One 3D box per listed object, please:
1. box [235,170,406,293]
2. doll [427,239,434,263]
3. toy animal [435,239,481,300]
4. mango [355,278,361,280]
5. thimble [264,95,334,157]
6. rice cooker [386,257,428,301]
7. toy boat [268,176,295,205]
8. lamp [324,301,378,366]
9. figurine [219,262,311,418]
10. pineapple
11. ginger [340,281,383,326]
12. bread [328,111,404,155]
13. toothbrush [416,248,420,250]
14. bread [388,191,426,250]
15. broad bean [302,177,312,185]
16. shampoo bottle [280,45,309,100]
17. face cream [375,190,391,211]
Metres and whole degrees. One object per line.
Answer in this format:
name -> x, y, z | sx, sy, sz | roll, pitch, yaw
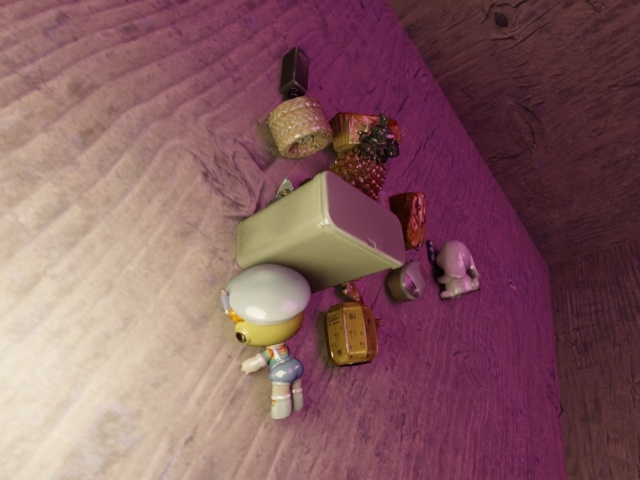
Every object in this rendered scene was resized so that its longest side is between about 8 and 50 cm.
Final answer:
box -> 0.000, 0.000, 1.356 | 0.352, 0.344, 0.177 | 26, 52, -43
doll -> 0.528, 0.051, 2.301 | 0.037, 0.027, 0.125 | 34, 45, -47
toy animal -> 0.642, 0.144, 2.268 | 0.249, 0.174, 0.289 | -34, 99, -56
mango -> 0.114, 0.011, 1.701 | 0.157, 0.109, 0.262 | 23, 50, -41
thimble -> -0.063, -0.381, 1.628 | 0.229, 0.196, 0.148 | -12, 79, -54
rice cooker -> 0.345, 0.161, 1.912 | 0.145, 0.127, 0.206 | 61, 31, -8
toy boat -> -0.119, -0.126, 1.515 | 0.059, 0.069, 0.173 | 47, 43, -38
lamp -> 0.092, 0.288, 1.476 | 0.161, 0.161, 0.185 | 18, 60, -47
figurine -> -0.094, 0.242, 1.224 | 0.224, 0.205, 0.381 | -30, 103, -49
pineapple -> 0.172, -0.285, 1.732 | 0.223, 0.357, 0.223 | 25, 31, -16
ginger -> 0.112, 0.191, 1.630 | 0.288, 0.075, 0.089 | 54, 8, -8
bread -> 0.183, -0.441, 1.984 | 0.389, 0.236, 0.183 | -7, 92, -62
toothbrush -> 0.343, -0.060, 2.120 | 0.354, 0.029, 0.024 | 42, 56, -31
bread -> 0.332, -0.076, 1.955 | 0.099, 0.210, 0.235 | 3, 85, -31
broad bean -> -0.047, -0.115, 1.624 | 0.065, 0.046, 0.254 | 39, 43, -34
shampoo bottle -> -0.097, -0.621, 1.830 | 0.080, 0.079, 0.246 | 32, 47, -37
face cream -> 0.238, -0.068, 1.923 | 0.101, 0.101, 0.251 | 21, 54, -45
